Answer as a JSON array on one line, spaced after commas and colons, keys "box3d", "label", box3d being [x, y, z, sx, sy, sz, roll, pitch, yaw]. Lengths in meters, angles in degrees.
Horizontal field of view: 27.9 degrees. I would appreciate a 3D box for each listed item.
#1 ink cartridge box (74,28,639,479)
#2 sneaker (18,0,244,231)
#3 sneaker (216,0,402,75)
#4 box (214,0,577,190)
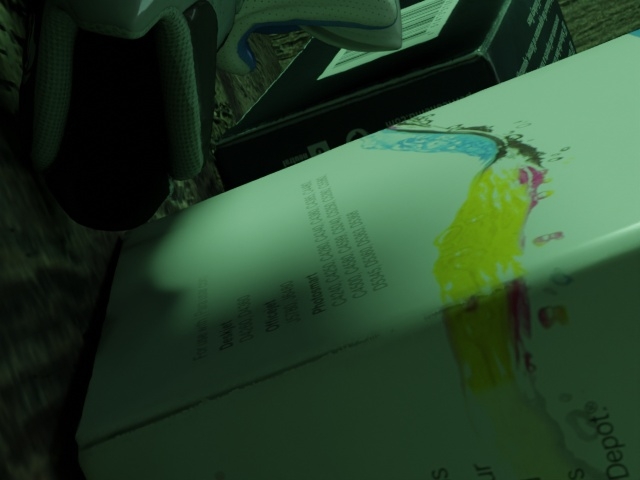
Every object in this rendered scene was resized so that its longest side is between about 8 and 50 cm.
[{"box3d": [0.087, 0.061, 0.430, 0.197, 0.270, 0.198, -105, 174, -72], "label": "ink cartridge box"}, {"box3d": [-0.072, -0.063, 0.450, 0.228, 0.086, 0.132, 107, -13, -78], "label": "sneaker"}, {"box3d": [0.020, -0.239, 0.784, 0.236, 0.323, 0.130, 62, -13, -13], "label": "sneaker"}, {"box3d": [0.128, 0.012, 1.025, 0.395, 0.212, 0.293, 64, 25, -17], "label": "box"}]
